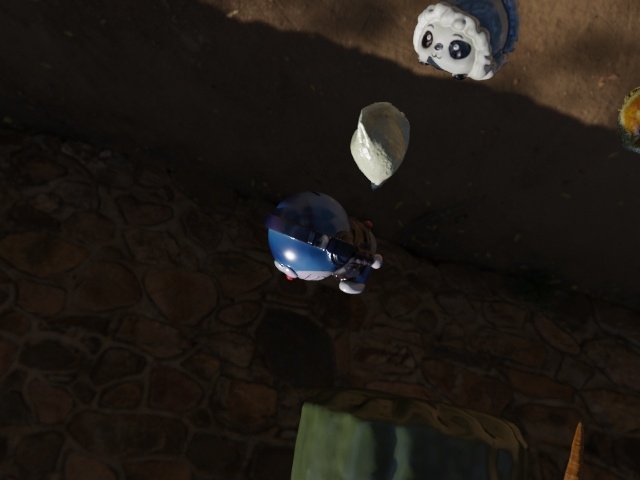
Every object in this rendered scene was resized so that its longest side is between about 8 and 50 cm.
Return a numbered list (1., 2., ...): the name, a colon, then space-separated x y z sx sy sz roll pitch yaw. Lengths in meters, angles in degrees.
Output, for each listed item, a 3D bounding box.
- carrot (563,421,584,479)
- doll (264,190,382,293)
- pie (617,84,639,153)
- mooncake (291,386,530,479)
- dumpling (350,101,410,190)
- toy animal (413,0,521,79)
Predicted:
1. carrot: 0.670 0.585 1.299 0.048 0.216 0.048 10 177 1
2. doll: 0.000 0.000 1.323 0.309 0.240 0.284 16 -175 -37
3. pie: 0.656 -0.235 0.917 0.078 0.163 0.193 1 162 -45
4. mooncake: 0.136 0.342 0.777 0.356 0.194 0.356 8 167 2
5. dumpling: 0.146 -0.229 1.150 0.216 0.166 0.126 52 159 -27
6. toy animal: 0.316 -0.467 1.081 0.208 0.204 0.156 38 158 30
